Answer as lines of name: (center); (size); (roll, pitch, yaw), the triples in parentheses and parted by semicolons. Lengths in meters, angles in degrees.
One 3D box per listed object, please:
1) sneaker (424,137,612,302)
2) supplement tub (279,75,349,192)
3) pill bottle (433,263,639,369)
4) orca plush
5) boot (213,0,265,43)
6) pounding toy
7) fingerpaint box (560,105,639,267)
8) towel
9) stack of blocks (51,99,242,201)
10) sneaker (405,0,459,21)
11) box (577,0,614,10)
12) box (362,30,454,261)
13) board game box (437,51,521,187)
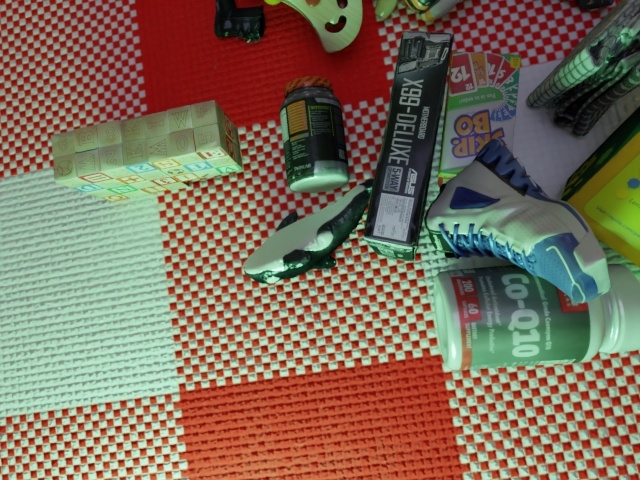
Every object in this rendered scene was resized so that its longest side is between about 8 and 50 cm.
sneaker: (0.270, -0.010, 0.675); (0.182, 0.127, 0.316); (-33, 41, 13)
supplement tub: (-0.013, -0.192, 0.807); (0.116, 0.117, 0.191); (-7, 82, 7)
pill bottle: (0.336, 0.116, 0.701); (0.283, 0.161, 0.161); (-6, 83, 7)
orca plush: (0.000, 0.000, 0.818); (0.287, 0.102, 0.151); (-43, 35, -9)
boot: (-0.163, -0.468, 0.896); (0.099, 0.045, 0.121); (4, 91, 11)
pounding toy: (0.005, -0.454, 0.848); (0.269, 0.155, 0.154); (16, 111, -7)
fingerpaint box: (0.644, -0.066, 0.583); (0.444, 0.163, 0.371); (38, 133, 10)
towel: (0.501, -0.316, 0.694); (0.121, 0.235, 0.284); (44, 91, 4)
stack of blocks: (-0.303, -0.156, 0.815); (0.297, 0.171, 0.087); (-10, 82, 6)
sneaker: (0.253, -0.563, 0.753); (0.180, 0.125, 0.321); (39, 103, -26)
box: (0.468, -0.550, 0.740); (0.232, 0.059, 0.184); (30, 87, -35)
box: (0.144, -0.128, 0.713); (0.076, 0.242, 0.308); (10, 84, 13)
board game box: (0.292, -0.218, 0.812); (0.124, 0.039, 0.260); (7, 87, 9)
